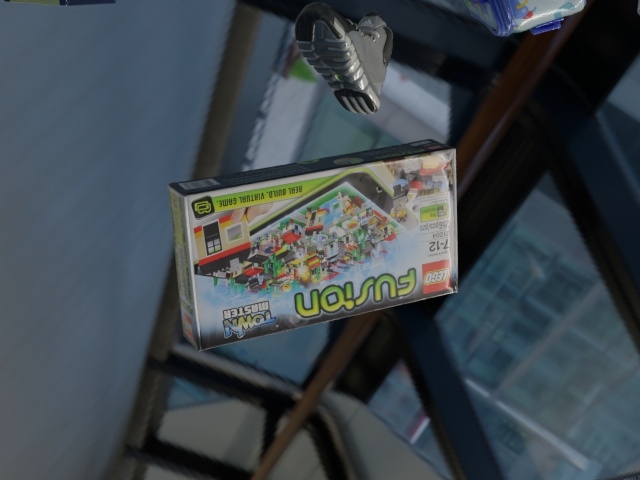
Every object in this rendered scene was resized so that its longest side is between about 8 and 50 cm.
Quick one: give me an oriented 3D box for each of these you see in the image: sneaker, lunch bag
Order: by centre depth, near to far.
[{"bbox_3d":[0.139,-0.254,0.936,0.090,0.176,0.219,-19,-162,6],"label":"lunch bag"},{"bbox_3d":[0.042,-0.296,1.704,0.132,0.086,0.228,-66,149,-22],"label":"sneaker"}]

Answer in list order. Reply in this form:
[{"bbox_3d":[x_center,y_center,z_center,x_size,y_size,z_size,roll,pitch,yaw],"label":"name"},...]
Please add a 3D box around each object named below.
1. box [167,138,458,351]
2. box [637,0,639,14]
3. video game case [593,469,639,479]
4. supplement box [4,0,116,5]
[{"bbox_3d":[0.000,0.000,0.840,0.036,0.207,0.114,-148,-130,-61],"label":"box"},{"bbox_3d":[0.370,-0.249,1.130,0.102,0.087,0.101,-48,-167,40],"label":"box"},{"bbox_3d":[0.487,0.343,1.652,0.274,0.026,0.196,-20,152,31],"label":"video game case"},{"bbox_3d":[-0.269,-0.274,1.222,0.083,0.083,0.056,-22,118,-59],"label":"supplement box"}]
